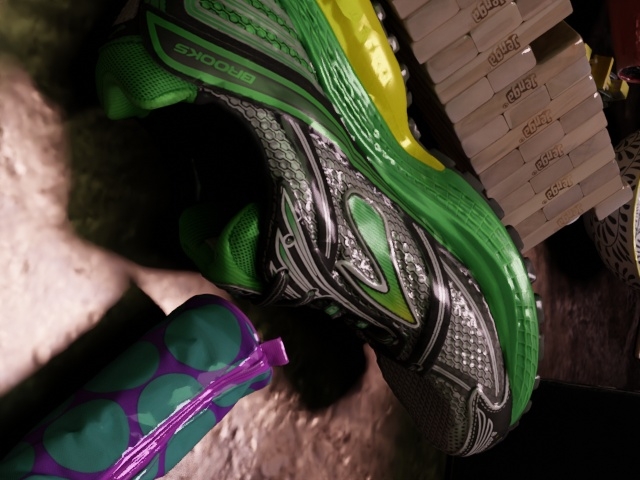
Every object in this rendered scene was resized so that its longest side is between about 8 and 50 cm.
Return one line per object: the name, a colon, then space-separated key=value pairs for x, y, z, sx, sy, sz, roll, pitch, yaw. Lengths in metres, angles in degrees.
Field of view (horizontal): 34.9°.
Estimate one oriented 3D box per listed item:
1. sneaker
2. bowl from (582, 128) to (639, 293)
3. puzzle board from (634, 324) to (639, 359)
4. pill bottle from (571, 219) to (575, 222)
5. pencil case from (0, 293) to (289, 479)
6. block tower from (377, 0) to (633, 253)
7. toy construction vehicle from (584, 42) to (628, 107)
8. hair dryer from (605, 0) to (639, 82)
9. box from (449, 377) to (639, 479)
sneaker: x=0.000 y=0.000 z=0.554 sx=0.146 sy=0.134 sz=0.344 roll=-48 pitch=117 yaw=-26
bowl: x=0.277 y=-0.028 z=0.867 sx=0.170 sy=0.080 sz=0.170 roll=-6 pitch=99 yaw=-42
puzzle board: x=0.344 y=0.064 z=1.002 sx=0.096 sy=0.011 sz=0.128 roll=26 pitch=74 yaw=-45
pill bottle: x=0.174 y=-0.049 z=0.784 sx=0.083 sy=0.043 sz=0.043 roll=52 pitch=57 yaw=-36
pencil case: x=-0.088 y=0.090 z=0.487 sx=0.151 sy=0.070 sz=0.065 roll=-43 pitch=122 yaw=-38
block tower: x=0.091 y=-0.117 z=0.591 sx=0.097 sy=0.091 sz=0.335 roll=-34 pitch=139 yaw=5
toy construction vehicle: x=0.223 y=-0.122 z=0.840 sx=0.098 sy=0.035 sz=0.086 roll=39 pitch=64 yaw=-42
hair dryer: x=0.334 y=-0.249 z=0.820 sx=0.293 sy=0.223 sz=0.080 roll=-46 pitch=150 yaw=4
box: x=0.285 y=0.271 z=0.803 sx=0.395 sy=0.212 sz=0.294 roll=14 pitch=81 yaw=-48
